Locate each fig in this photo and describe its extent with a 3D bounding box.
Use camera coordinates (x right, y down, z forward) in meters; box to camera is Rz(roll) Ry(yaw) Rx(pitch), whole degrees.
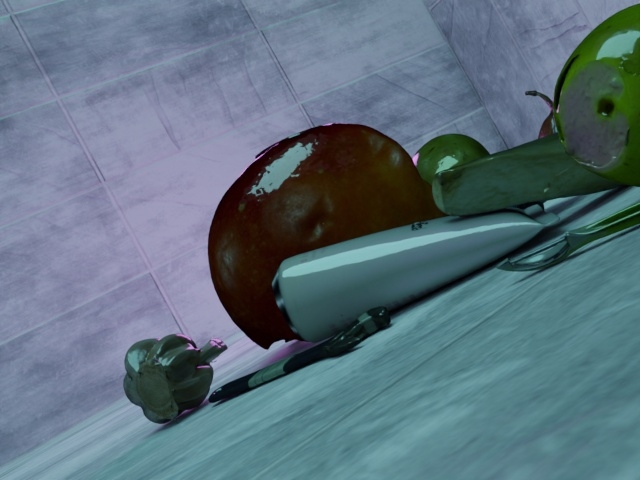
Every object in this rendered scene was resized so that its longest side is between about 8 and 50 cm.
[{"bbox_3d":[0.539,-0.225,1.535,0.148,0.202,0.149,-13,-26,42],"label":"fig"}]

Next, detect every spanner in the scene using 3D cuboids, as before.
[{"bbox_3d":[-0.041,0.155,0.891,0.316,0.024,0.087,-29,4,36],"label":"spanner"}]

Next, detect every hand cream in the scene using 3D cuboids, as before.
[{"bbox_3d":[0.117,0.024,0.917,0.359,0.118,0.185,-21,2,10],"label":"hand cream"}]

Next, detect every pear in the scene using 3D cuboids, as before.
[{"bbox_3d":[0.338,-0.142,0.679,0.220,0.187,0.187,-15,-5,-16],"label":"pear"}]

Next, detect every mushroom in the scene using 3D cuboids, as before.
[{"bbox_3d":[0.304,-0.094,0.893,0.333,0.087,0.107,-16,15,-19],"label":"mushroom"}]

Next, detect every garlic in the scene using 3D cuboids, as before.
[{"bbox_3d":[-0.216,0.190,1.087,0.127,0.131,0.194,-27,9,34],"label":"garlic"}]

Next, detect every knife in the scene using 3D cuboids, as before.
[{"bbox_3d":[0.240,-0.007,0.623,0.184,0.026,0.022,-27,39,28],"label":"knife"}]

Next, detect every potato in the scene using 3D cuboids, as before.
[{"bbox_3d":[0.267,-0.108,1.458,0.216,0.215,0.304,-29,3,19],"label":"potato"}]

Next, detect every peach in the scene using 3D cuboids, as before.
[{"bbox_3d":[0.004,-0.021,1.170,0.406,0.310,0.335,-28,2,-8],"label":"peach"}]

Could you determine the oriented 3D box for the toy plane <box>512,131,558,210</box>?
[{"bbox_3d":[0.326,-0.089,1.089,0.271,0.105,0.254,-28,0,8],"label":"toy plane"}]
